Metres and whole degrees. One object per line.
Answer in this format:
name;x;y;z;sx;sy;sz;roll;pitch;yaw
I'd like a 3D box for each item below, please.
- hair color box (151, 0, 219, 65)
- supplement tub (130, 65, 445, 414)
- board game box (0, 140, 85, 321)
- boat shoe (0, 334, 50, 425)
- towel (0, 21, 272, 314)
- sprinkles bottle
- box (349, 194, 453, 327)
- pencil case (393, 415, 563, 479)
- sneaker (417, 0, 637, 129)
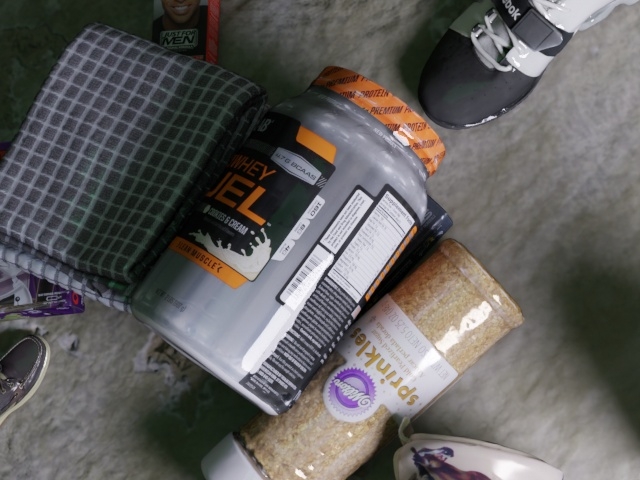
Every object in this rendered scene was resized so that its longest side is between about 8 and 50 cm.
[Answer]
hair color box;-0.156;-0.259;1.577;0.072;0.043;0.141;-3;76;14
supplement tub;-0.025;-0.004;1.339;0.193;0.193;0.316;33;81;18
board game box;-0.446;-0.002;1.588;0.346;0.056;0.208;-7;72;12
boat shoe;-0.363;0.170;1.526;0.056;0.049;0.152;35;87;18
towel;-0.212;-0.079;1.448;0.235;0.121;0.284;23;72;18
sprinkles bottle;0.042;0.155;1.396;0.355;0.121;0.121;-42;72;1
box;0.000;0.000;1.473;0.183;0.059;0.233;43;91;18
pencil case;0.123;0.386;1.304;0.183;0.160;0.411;9;80;0
sneaker;0.228;-0.255;1.434;0.330;0.146;0.122;-41;73;3
